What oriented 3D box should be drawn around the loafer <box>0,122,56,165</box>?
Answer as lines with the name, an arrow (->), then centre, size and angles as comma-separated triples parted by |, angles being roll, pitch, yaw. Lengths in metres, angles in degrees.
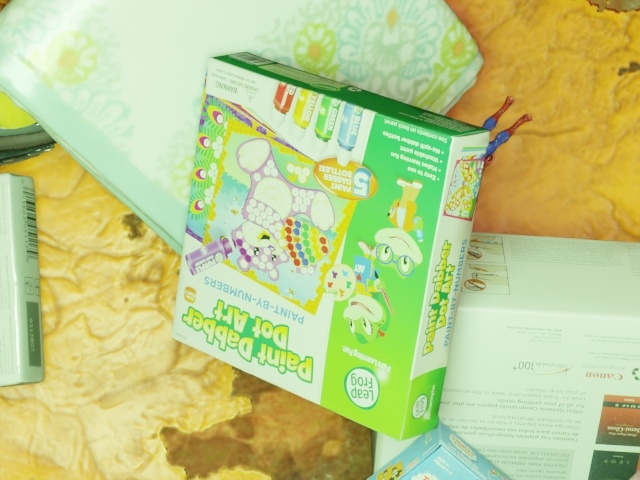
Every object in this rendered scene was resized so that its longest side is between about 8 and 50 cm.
loafer -> -0.337, -0.106, 1.598 | 0.303, 0.095, 0.109 | -7, 54, -7

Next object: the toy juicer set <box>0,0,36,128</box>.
toy juicer set -> -0.187, -0.233, 1.592 | 0.329, 0.089, 0.209 | -31, 47, -13

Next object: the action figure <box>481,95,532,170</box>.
action figure -> 0.142, -0.082, 1.630 | 0.038, 0.030, 0.115 | 45, 86, -2

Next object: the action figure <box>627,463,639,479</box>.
action figure -> 0.313, 0.265, 1.446 | 0.370, 0.276, 0.248 | 12, 80, -11

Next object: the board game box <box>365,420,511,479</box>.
board game box -> 0.081, 0.268, 1.509 | 0.160, 0.039, 0.211 | 41, 114, -19

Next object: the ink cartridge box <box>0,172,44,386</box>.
ink cartridge box -> -0.366, 0.044, 1.598 | 0.232, 0.066, 0.189 | -6, 84, 19

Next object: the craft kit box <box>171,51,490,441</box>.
craft kit box -> 0.000, 0.000, 1.410 | 0.250, 0.061, 0.246 | 20, 113, 35

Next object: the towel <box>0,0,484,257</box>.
towel -> -0.066, -0.154, 1.512 | 0.320, 0.090, 0.374 | -49, 125, -4

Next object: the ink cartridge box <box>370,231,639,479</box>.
ink cartridge box -> 0.201, 0.142, 1.530 | 0.309, 0.130, 0.271 | 4, 121, -2
